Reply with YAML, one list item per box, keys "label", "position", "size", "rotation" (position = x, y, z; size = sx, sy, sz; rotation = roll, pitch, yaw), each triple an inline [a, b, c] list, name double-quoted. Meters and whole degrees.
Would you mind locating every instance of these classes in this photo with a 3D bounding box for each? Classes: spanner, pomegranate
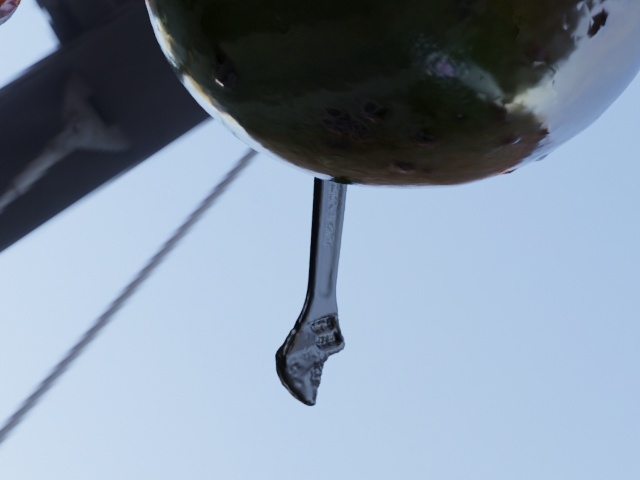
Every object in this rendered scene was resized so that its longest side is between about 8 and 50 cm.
- label: "spanner"
  position: [0.000, 0.000, 0.980]
  size: [0.012, 0.046, 0.209]
  rotation: [-10, -110, 53]
- label: "pomegranate"
  position: [0.015, -0.168, 0.709]
  size: [0.290, 0.323, 0.291]
  rotation: [-7, -99, 52]

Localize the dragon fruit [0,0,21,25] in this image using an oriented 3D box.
- label: "dragon fruit"
  position: [-0.324, -0.278, 1.171]
  size: [0.291, 0.290, 0.189]
  rotation: [57, -11, -7]
